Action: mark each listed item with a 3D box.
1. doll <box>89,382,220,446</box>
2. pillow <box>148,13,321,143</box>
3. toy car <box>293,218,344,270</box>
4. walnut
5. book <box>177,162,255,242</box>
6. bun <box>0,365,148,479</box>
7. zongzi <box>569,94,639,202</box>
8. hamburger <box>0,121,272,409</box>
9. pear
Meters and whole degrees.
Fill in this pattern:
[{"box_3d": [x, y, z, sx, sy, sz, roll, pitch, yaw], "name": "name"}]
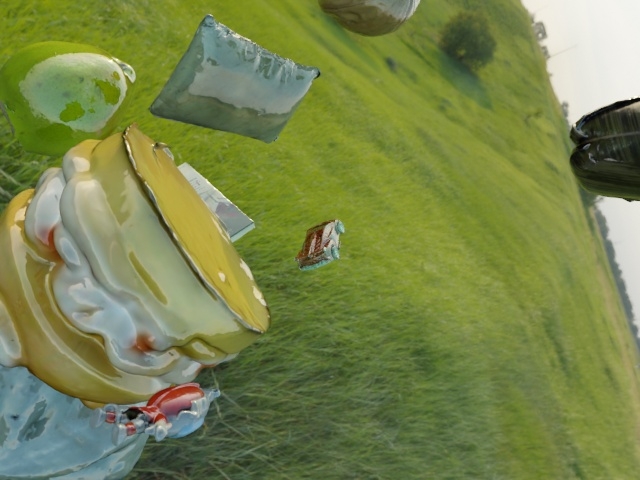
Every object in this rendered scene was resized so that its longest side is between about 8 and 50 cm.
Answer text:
[{"box_3d": [-0.118, 0.135, 0.369, 0.114, 0.057, 0.039, 10, 59, -58], "name": "doll"}, {"box_3d": [-0.132, -0.263, 0.830, 0.075, 0.185, 0.302, 52, 27, 22], "name": "pillow"}, {"box_3d": [0.000, 0.000, 0.676, 0.035, 0.059, 0.122, 60, 24, -26], "name": "toy car"}, {"box_3d": [0.098, -0.533, 0.970, 0.228, 0.228, 0.228, 36, 44, -46], "name": "walnut"}, {"box_3d": [-0.339, -0.079, 1.246, 0.289, 0.026, 0.201, 39, 53, 17], "name": "book"}, {"box_3d": [-0.410, 0.261, 0.622, 0.354, 0.354, 0.194, 49, 11, -34], "name": "bun"}, {"box_3d": [0.458, -0.036, 0.517, 0.154, 0.289, 0.317, 16, 63, -52], "name": "zongzi"}, {"box_3d": [-0.210, 0.042, 0.492, 0.276, 0.237, 0.276, 59, 1, -1], "name": "hamburger"}, {"box_3d": [-0.408, -0.239, 0.779, 0.220, 0.187, 0.187, -30, 102, -23], "name": "pear"}]
